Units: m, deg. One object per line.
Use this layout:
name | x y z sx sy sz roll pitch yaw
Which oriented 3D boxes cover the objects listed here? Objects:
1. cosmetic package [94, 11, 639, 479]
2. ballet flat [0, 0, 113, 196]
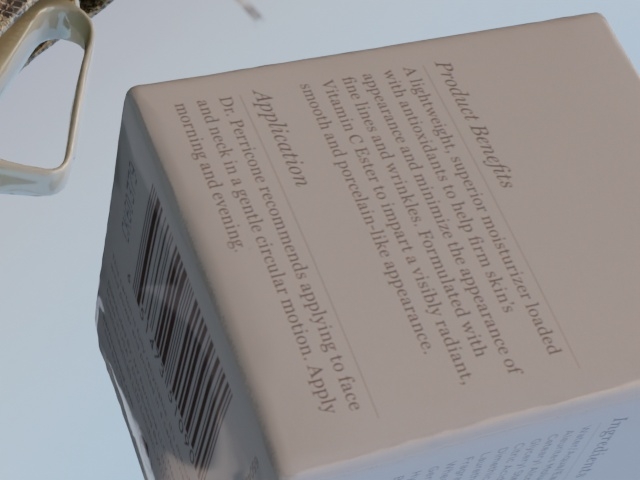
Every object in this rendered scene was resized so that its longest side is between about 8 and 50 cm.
cosmetic package | 0.032 0.033 0.551 0.183 0.151 0.151 -10 148 -20
ballet flat | -0.261 -0.069 1.056 0.164 0.182 0.483 -52 -170 50
